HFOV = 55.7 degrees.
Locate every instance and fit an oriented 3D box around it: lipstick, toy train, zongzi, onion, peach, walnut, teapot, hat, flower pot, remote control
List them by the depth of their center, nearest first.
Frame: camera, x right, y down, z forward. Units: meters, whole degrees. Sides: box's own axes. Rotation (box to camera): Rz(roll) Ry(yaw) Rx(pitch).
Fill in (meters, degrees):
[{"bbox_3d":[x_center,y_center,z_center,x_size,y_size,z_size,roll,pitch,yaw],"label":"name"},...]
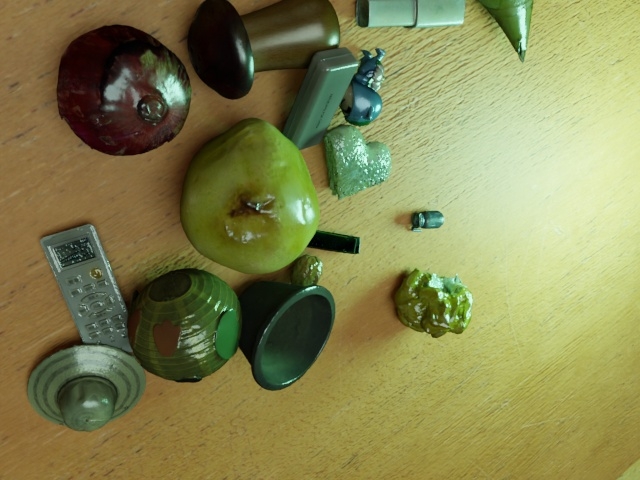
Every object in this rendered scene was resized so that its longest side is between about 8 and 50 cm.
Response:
[{"bbox_3d":[-0.359,-0.274,1.130,0.246,0.190,0.247,-24,128,-35],"label":"onion"},{"bbox_3d":[-0.149,-0.078,1.247,0.281,0.316,0.314,-21,126,-1],"label":"peach"},{"bbox_3d":[-0.484,0.115,1.295,0.109,0.055,0.313,-17,113,-9],"label":"remote control"},{"bbox_3d":[-0.501,0.351,1.309,0.251,0.110,0.252,-9,123,-14],"label":"hat"},{"bbox_3d":[0.206,-0.525,1.387,0.252,0.079,0.078,-12,115,-21],"label":"lipstick"},{"bbox_3d":[-0.108,0.200,1.426,0.269,0.166,0.269,-31,133,-40],"label":"flower pot"},{"bbox_3d":[0.401,-0.573,1.448,0.260,0.123,0.289,-7,116,-20],"label":"zongzi"},{"bbox_3d":[-0.035,0.082,1.495,0.079,0.082,0.096,8,104,-58],"label":"walnut"},{"bbox_3d":[0.000,0.000,1.500,0.209,0.042,0.044,9,81,-28],"label":"toy train"},{"bbox_3d":[0.284,-0.054,1.629,0.083,0.063,0.049,-2,78,-23],"label":"teapot"}]

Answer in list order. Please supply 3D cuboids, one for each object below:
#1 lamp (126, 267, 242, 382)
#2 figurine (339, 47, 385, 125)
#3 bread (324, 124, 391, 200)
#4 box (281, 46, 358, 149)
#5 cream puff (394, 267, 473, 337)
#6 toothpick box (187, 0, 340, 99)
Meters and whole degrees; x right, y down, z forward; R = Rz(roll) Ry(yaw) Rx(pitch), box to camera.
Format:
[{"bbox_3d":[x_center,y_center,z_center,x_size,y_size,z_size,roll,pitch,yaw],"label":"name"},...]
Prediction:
[{"bbox_3d":[-0.287,0.198,1.320,0.250,0.250,0.284,-27,133,-16],"label":"lamp"},{"bbox_3d":[0.081,-0.354,1.380,0.144,0.114,0.178,17,89,-23],"label":"figurine"},{"bbox_3d":[0.076,-0.174,1.439,0.232,0.064,0.172,23,111,-45],"label":"bread"},{"bbox_3d":[-0.006,-0.296,1.294,0.103,0.055,0.244,-23,158,-35],"label":"box"},{"bbox_3d":[0.315,0.186,1.656,0.220,0.194,0.195,8,105,-26],"label":"cream puff"},{"bbox_3d":[-0.115,-0.398,1.213,0.294,0.192,0.192,-21,117,-25],"label":"toothpick box"}]
